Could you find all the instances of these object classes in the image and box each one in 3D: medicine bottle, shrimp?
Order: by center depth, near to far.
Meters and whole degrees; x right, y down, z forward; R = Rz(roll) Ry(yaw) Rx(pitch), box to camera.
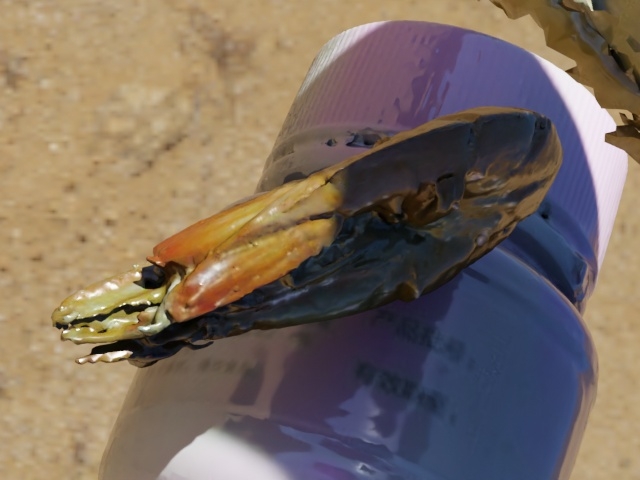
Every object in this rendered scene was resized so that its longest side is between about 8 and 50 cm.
[{"bbox_3d":[-0.001,0.000,0.924,0.267,0.145,0.061,-16,69,-15],"label":"shrimp"},{"bbox_3d":[0.037,0.059,1.133,0.256,0.256,0.324,46,53,-41],"label":"medicine bottle"}]

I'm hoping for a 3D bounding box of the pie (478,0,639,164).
[{"bbox_3d":[0.094,-0.073,0.490,0.308,0.085,0.308,46,20,-21],"label":"pie"}]
